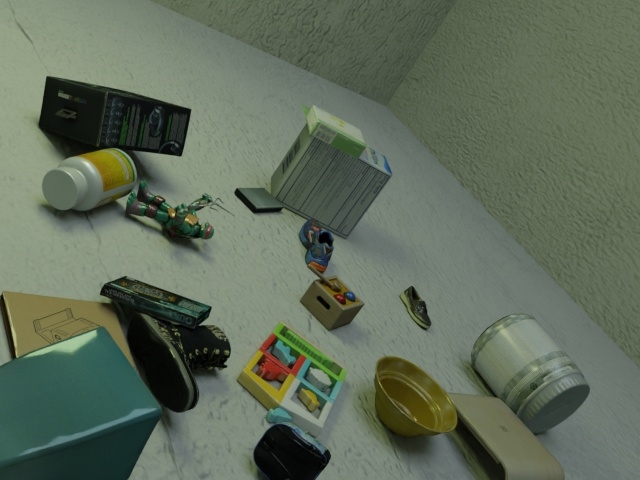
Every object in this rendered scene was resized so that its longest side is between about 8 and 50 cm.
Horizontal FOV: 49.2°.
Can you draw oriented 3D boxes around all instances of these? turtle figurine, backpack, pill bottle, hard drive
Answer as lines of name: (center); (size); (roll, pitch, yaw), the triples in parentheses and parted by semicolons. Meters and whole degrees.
turtle figurine: (-0.326, -0.062, 1.636); (0.234, 0.118, 0.175); (20, 9, -4)
backpack: (-0.052, 0.368, 1.193); (0.114, 0.105, 0.084); (38, 1, 10)
pill bottle: (-0.503, -0.130, 1.524); (0.117, 0.118, 0.208); (37, 23, 5)
hard drive: (-0.181, -0.120, 2.067); (0.094, 0.022, 0.135); (44, 24, 21)

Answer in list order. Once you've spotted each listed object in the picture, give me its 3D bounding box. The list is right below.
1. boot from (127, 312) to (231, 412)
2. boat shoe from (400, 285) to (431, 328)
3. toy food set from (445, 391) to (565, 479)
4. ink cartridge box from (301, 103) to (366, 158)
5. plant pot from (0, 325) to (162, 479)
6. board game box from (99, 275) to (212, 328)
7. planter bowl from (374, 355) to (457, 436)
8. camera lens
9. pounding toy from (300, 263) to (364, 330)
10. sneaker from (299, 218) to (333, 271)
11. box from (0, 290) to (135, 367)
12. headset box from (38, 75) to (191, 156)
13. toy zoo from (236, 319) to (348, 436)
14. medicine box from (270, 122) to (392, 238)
boot: (-0.226, 0.215, 1.253); (0.178, 0.085, 0.236); (13, 20, -43)
boat shoe: (0.285, 0.193, 2.058); (0.056, 0.049, 0.152); (15, 30, -39)
toy food set: (0.406, 0.477, 1.647); (0.219, 0.092, 0.306); (15, 22, -37)
ink cartridge box: (0.036, -0.347, 2.088); (0.171, 0.056, 0.235); (24, 28, -22)
plant pot: (-0.371, 0.248, 0.920); (0.234, 0.166, 0.166); (-10, 49, -49)
board game box: (-0.308, 0.115, 1.327); (0.186, 0.026, 0.126); (20, 5, 2)
planter bowl: (0.187, 0.364, 1.538); (0.217, 0.090, 0.217); (29, 23, -13)
camera lens: (0.563, 0.353, 1.907); (0.219, 0.219, 0.274); (13, 31, -42)
pounding toy: (0.023, 0.135, 1.747); (0.141, 0.100, 0.130); (44, 24, 21)
sneaker: (0.000, 0.000, 1.998); (0.083, 0.087, 0.221); (24, 25, -26)
box: (-0.428, 0.159, 1.186); (0.201, 0.021, 0.164); (13, 31, -43)
headset box: (-0.513, -0.306, 1.728); (0.246, 0.131, 0.283); (20, 12, 32)
toy zoo: (-0.055, 0.285, 1.438); (0.192, 0.030, 0.293); (36, 22, 2)
medicine box: (0.030, -0.195, 2.191); (0.289, 0.264, 0.149); (27, 25, -19)
